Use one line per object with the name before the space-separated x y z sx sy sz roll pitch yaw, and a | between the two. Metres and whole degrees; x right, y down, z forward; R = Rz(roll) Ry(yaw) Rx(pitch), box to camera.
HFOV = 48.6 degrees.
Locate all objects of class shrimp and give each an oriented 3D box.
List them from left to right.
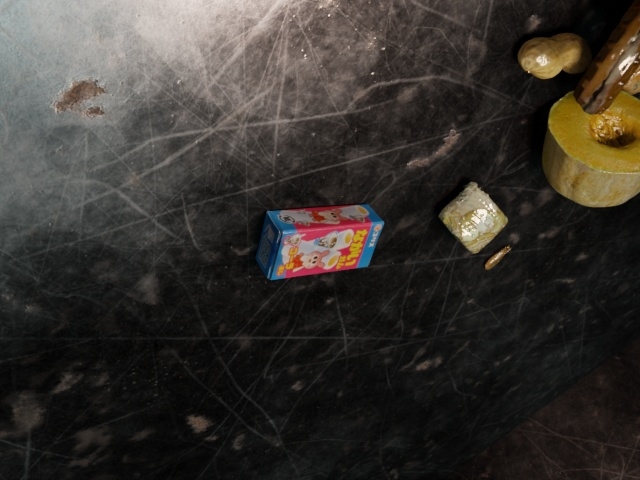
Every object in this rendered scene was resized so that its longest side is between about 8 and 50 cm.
shrimp | 0.581 0.057 2.321 0.108 0.023 0.059 -40 149 4
shrimp | 0.926 -0.486 2.029 0.187 0.051 0.132 -43 151 20

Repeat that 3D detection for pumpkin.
pumpkin | 0.764 -0.244 1.960 0.332 0.332 0.199 -18 149 -20

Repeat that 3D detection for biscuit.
biscuit | 0.757 -0.467 1.784 0.332 0.103 0.332 -54 169 -15

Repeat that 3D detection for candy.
candy | -0.001 -0.001 1.815 0.306 0.100 0.157 -6 130 -29

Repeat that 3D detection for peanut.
peanut | 0.593 -0.465 1.780 0.230 0.098 0.103 -12 153 -24

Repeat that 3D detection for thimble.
thimble | 0.431 -0.066 2.016 0.143 0.137 0.190 -42 128 7
